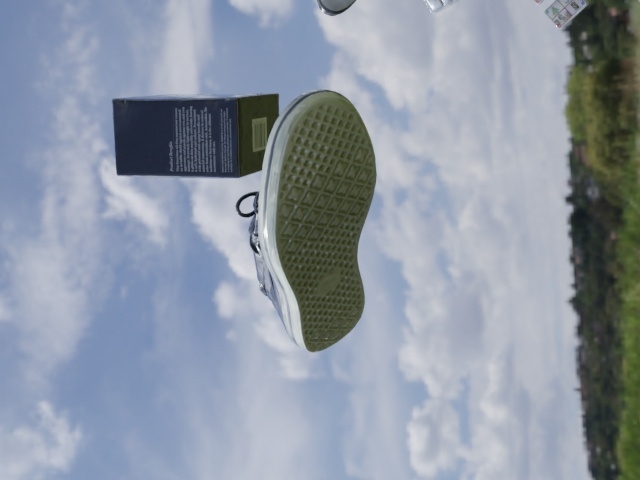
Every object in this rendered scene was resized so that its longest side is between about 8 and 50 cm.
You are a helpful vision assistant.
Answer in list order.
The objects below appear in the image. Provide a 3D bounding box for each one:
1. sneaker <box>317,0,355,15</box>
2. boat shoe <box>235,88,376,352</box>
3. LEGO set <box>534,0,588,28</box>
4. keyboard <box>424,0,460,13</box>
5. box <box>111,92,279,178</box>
[{"bbox_3d":[0.060,-0.511,1.818,0.272,0.100,0.108,-58,6,39],"label":"sneaker"},{"bbox_3d":[-0.027,-0.029,1.477,0.156,0.186,0.500,49,158,31],"label":"boat shoe"},{"bbox_3d":[0.496,-0.561,1.997,0.182,0.244,0.060,48,-143,4],"label":"LEGO set"},{"bbox_3d":[0.185,-0.288,0.936,0.072,0.256,0.014,58,-138,-13],"label":"keyboard"},{"bbox_3d":[-0.271,-0.240,2.322,0.296,0.293,0.183,-31,-58,-71],"label":"box"}]
